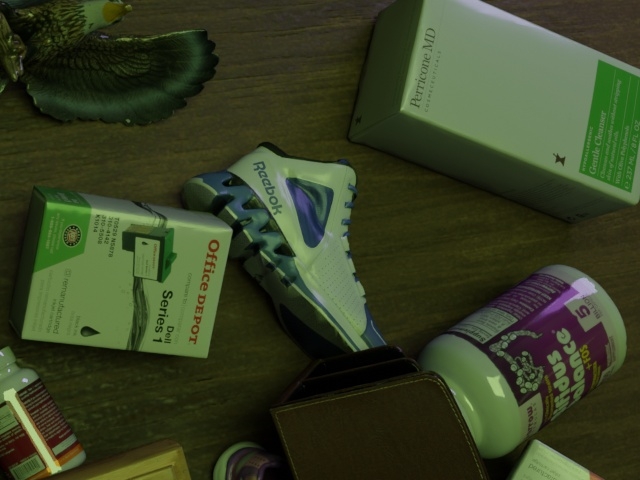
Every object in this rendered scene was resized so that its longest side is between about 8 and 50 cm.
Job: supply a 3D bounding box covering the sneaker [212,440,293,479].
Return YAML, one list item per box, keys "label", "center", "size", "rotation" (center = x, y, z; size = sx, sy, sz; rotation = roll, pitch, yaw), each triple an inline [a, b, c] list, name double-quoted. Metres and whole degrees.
- label: "sneaker"
  center: [-0.026, 0.334, 1.614]
  size: [0.095, 0.104, 0.236]
  rotation: [-41, 98, -29]

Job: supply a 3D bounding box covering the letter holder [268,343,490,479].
- label: "letter holder"
  center: [0.106, 0.277, 1.560]
  size: [0.302, 0.214, 0.152]
  rotation: [71, 22, -9]

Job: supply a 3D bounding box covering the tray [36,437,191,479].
- label: "tray"
  center: [-0.315, 0.365, 1.426]
  size: [0.411, 0.076, 0.203]
  rotation: [-17, 96, -17]

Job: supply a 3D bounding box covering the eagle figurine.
- label: "eagle figurine"
  center: [-0.281, -0.249, 1.607]
  size: [0.298, 0.225, 0.226]
  rotation: [-18, 131, -57]

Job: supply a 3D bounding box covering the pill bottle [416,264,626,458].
- label: "pill bottle"
  center: [0.226, 0.167, 1.737]
  size: [0.301, 0.169, 0.169]
  rotation: [-31, 93, -28]

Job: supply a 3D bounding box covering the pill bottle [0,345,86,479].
- label: "pill bottle"
  center: [-0.327, 0.195, 1.511]
  size: [0.086, 0.086, 0.152]
  rotation: [-32, 93, -28]

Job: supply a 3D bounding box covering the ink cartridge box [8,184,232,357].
- label: "ink cartridge box"
  center: [-0.223, 0.038, 1.567]
  size: [0.219, 0.092, 0.160]
  rotation: [8, 99, -23]

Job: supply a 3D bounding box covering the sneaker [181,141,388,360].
- label: "sneaker"
  center: [-0.001, -0.001, 1.690]
  size: [0.182, 0.127, 0.315]
  rotation: [-42, 96, -25]

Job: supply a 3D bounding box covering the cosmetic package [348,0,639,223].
- label: "cosmetic package"
  center: [0.242, -0.175, 1.833]
  size: [0.365, 0.155, 0.197]
  rotation: [18, 73, -22]

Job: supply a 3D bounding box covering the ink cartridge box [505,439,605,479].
- label: "ink cartridge box"
  center: [0.271, 0.374, 1.698]
  size: [0.158, 0.092, 0.218]
  rotation: [30, 84, 10]
